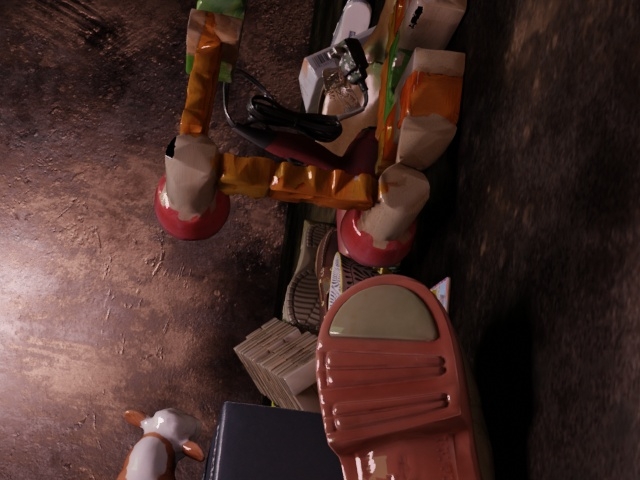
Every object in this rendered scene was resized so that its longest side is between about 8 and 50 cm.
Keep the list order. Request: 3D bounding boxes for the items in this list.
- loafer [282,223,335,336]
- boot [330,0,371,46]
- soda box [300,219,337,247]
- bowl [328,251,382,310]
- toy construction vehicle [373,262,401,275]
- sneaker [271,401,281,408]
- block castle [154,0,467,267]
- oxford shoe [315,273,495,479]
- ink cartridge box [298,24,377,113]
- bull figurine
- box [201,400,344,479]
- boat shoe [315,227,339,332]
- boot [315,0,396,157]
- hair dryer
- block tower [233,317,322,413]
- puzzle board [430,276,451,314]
[{"bbox_3d":[-0.006,0.085,1.744,0.269,0.101,0.092,-75,-3,-49],"label":"loafer"},{"bbox_3d":[0.057,-0.378,1.917,0.086,0.069,0.190,-79,9,-55],"label":"boot"},{"bbox_3d":[0.000,0.000,1.944,0.181,0.058,0.061,-133,51,-81],"label":"soda box"},{"bbox_3d":[0.054,0.100,1.184,0.170,0.080,0.170,-177,90,-86],"label":"bowl"},{"bbox_3d":[0.075,0.055,1.285,0.098,0.035,0.086,151,127,-82],"label":"toy construction vehicle"},{"bbox_3d":[-0.023,0.343,1.517,0.343,0.134,0.146,-71,-16,-75],"label":"sneaker"},{"bbox_3d":[-0.008,-0.211,1.151,0.213,0.302,0.454,114,164,-71],"label":"block castle"},{"bbox_3d":[0.084,0.229,0.738,0.146,0.140,0.397,41,-134,-60],"label":"oxford shoe"},{"bbox_3d":[0.033,-0.260,1.600,0.045,0.145,0.179,60,164,8],"label":"ink cartridge box"},{"bbox_3d":[-0.182,0.326,1.060,0.310,0.101,0.188,-86,3,-49],"label":"bull figurine"},{"bbox_3d":[-0.030,0.363,1.053,0.395,0.211,0.294,113,164,-65],"label":"box"},{"bbox_3d":[0.032,0.073,1.509,0.073,0.073,0.207,112,157,-67],"label":"boat shoe"},{"bbox_3d":[0.065,-0.224,1.376,0.112,0.115,0.305,-89,10,-66],"label":"boot"},{"bbox_3d":[0.004,-0.099,1.295,0.294,0.223,0.080,66,154,0],"label":"hair dryer"},{"bbox_3d":[-0.039,0.192,1.503,0.097,0.091,0.335,59,167,-9],"label":"block tower"},{"bbox_3d":[0.109,0.107,1.016,0.096,0.011,0.128,119,157,-74],"label":"puzzle board"}]
